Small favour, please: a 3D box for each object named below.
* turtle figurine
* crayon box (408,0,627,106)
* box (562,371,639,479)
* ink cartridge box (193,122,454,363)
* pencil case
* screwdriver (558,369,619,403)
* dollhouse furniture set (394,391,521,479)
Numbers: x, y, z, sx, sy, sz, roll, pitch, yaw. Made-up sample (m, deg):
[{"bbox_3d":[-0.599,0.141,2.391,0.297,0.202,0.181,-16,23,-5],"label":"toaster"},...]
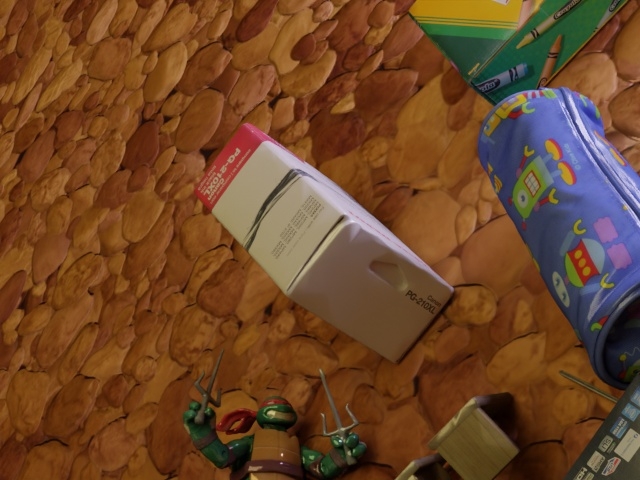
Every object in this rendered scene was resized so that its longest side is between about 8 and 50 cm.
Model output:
[{"bbox_3d":[-0.043,0.220,1.323,0.175,0.118,0.234,-1,55,0],"label":"turtle figurine"},{"bbox_3d":[0.236,-0.281,1.404,0.278,0.081,0.165,-46,38,13],"label":"crayon box"},{"bbox_3d":[0.247,0.239,1.003,0.183,0.059,0.233,37,93,41],"label":"box"},{"bbox_3d":[0.000,0.000,1.383,0.100,0.172,0.237,-52,37,6],"label":"ink cartridge box"},{"bbox_3d":[0.236,-0.014,1.172,0.306,0.119,0.133,-112,34,-47],"label":"pencil case"},{"bbox_3d":[0.254,0.137,1.135,0.024,0.025,0.170,-59,28,-3],"label":"screwdriver"},{"bbox_3d":[0.148,0.235,1.167,0.144,0.123,0.151,-47,73,12],"label":"dollhouse furniture set"}]
